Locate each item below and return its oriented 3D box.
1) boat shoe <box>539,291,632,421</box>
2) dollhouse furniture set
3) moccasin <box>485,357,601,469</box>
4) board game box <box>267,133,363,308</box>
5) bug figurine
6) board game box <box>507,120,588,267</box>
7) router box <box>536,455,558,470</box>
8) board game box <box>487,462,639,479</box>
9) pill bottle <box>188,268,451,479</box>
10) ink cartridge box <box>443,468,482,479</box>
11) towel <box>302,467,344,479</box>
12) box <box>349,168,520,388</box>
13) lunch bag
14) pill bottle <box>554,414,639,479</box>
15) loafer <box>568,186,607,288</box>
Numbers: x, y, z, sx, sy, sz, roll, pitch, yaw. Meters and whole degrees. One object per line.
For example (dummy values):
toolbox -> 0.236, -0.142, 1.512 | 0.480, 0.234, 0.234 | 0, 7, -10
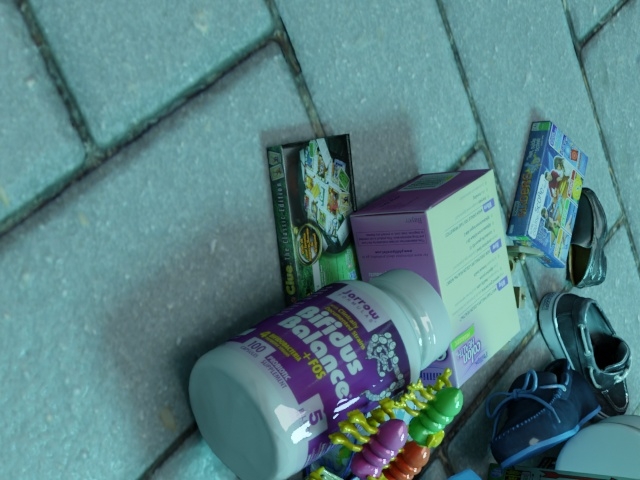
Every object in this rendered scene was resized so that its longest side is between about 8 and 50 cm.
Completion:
boat shoe -> 0.466, 0.198, 2.081 | 0.108, 0.102, 0.301 | -55, 129, -33
dollhouse furniture set -> 0.273, 0.087, 1.840 | 0.144, 0.123, 0.151 | 8, 84, -49
moccasin -> 0.322, 0.259, 1.912 | 0.116, 0.138, 0.342 | 63, 22, 7
board game box -> 0.000, 0.000, 1.596 | 0.136, 0.030, 0.259 | -15, 101, -51
bug figurine -> 0.066, 0.254, 1.436 | 0.279, 0.072, 0.216 | -15, 145, -51
board game box -> 0.367, -0.073, 2.016 | 0.136, 0.035, 0.201 | 34, 65, -44
router box -> 0.360, 0.419, 2.008 | 0.122, 0.038, 0.092 | -43, 120, -40
board game box -> 0.345, 0.435, 1.779 | 0.046, 0.317, 0.213 | 20, 74, -31
pill bottle -> 0.009, 0.146, 1.468 | 0.301, 0.169, 0.169 | -28, 112, -36
ink cartridge box -> 0.157, 0.452, 1.616 | 0.307, 0.223, 0.129 | -13, 139, -48
towel -> -0.021, 0.347, 1.529 | 0.148, 0.027, 0.110 | -46, 131, -1
box -> 0.159, 0.048, 1.691 | 0.213, 0.117, 0.243 | -31, 113, -54
lunch bag -> 0.048, 0.265, 1.610 | 0.129, 0.096, 0.151 | -3, 112, -50
pill bottle -> 0.516, 0.386, 2.021 | 0.361, 0.204, 0.204 | 19, 76, -60
loafer -> 0.438, -0.002, 2.082 | 0.061, 0.062, 0.170 | -17, 102, -43
